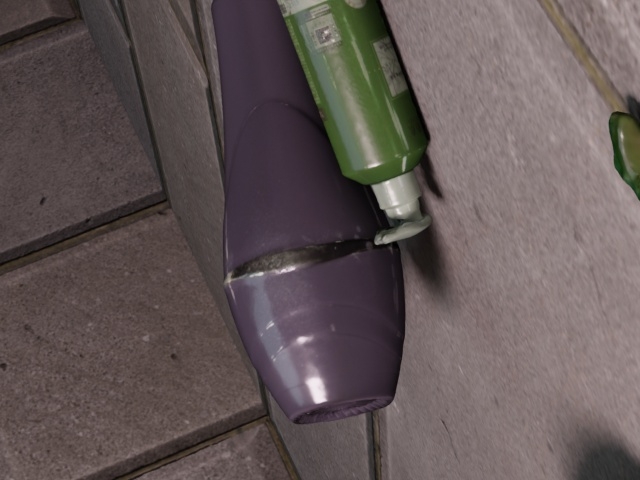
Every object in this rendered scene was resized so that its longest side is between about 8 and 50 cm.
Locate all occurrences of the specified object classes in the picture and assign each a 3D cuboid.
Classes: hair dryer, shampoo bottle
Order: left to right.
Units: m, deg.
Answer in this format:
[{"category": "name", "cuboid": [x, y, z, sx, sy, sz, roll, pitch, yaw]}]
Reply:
[{"category": "hair dryer", "cuboid": [0.000, 0.000, 1.240, 0.361, 0.121, 0.301, 61, -164, -74]}, {"category": "shampoo bottle", "cuboid": [0.023, -0.098, 1.060, 0.065, 0.065, 0.204, -165, 54, -78]}]

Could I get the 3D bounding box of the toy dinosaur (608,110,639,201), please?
[{"category": "toy dinosaur", "cuboid": [0.196, 0.118, 0.541, 0.301, 0.087, 0.447, 107, 147, -73]}]
